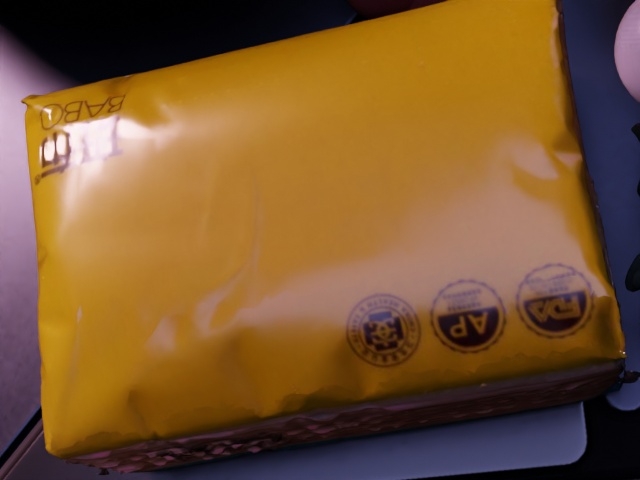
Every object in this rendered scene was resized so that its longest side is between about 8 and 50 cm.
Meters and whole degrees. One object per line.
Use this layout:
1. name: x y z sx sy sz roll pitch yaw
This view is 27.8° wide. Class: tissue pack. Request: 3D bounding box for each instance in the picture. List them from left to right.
1. tissue pack: 0.000 0.000 0.624 0.271 0.134 0.192 -12 75 11

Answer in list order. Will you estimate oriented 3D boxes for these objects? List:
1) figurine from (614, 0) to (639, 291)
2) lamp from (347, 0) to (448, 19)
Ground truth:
1. figurine: 0.195 -0.133 0.523 0.186 0.261 0.381 14 121 51
2. lamp: 0.045 -0.164 0.669 0.108 0.092 0.107 3 83 -21
